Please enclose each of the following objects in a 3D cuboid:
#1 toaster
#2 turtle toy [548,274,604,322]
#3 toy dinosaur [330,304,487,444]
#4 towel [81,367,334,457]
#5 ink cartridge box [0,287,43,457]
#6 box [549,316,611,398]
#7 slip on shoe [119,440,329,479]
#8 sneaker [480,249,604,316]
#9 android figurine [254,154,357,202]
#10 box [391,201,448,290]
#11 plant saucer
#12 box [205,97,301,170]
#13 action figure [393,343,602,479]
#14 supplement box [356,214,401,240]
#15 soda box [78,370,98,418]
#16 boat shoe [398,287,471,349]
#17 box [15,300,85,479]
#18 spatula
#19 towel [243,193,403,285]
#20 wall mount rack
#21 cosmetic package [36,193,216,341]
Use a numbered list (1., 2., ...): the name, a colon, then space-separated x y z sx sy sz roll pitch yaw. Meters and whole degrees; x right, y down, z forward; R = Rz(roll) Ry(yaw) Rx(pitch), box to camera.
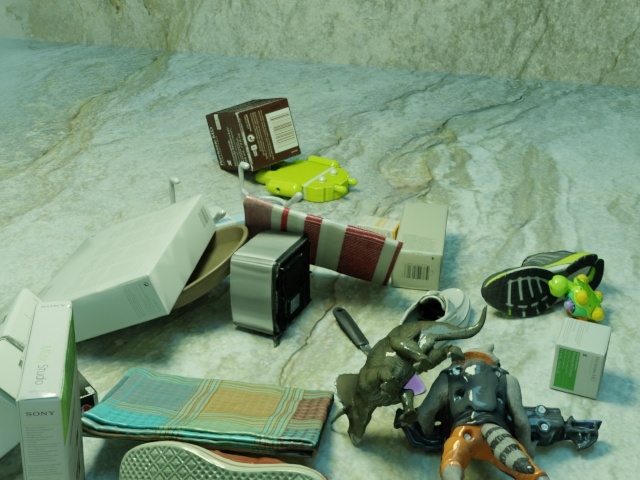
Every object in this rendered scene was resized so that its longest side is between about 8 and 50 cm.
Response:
1. toaster: -0.097 0.087 1.761 0.110 0.168 0.186 9 26 21
2. turtle toy: 0.525 0.117 1.807 0.130 0.066 0.095 46 29 -8
3. toy dinosaur: 0.129 0.191 1.410 0.313 0.121 0.160 -50 30 -3
4. towel: -0.173 0.273 1.438 0.371 0.040 0.271 4 9 6
5. ink cartridge box: -0.519 0.230 1.395 0.197 0.114 0.273 -40 22 13
6. box: 0.471 0.212 1.599 0.087 0.101 0.102 12 29 20
7. slip on shoe: -0.137 0.360 1.284 0.332 0.122 0.101 2 -9 15
8. sneaker: 0.458 0.085 1.883 0.300 0.111 0.121 -9 14 -27
9. android figurine: -0.035 -0.169 2.414 0.273 0.056 0.248 14 28 28
10. box: 0.229 0.008 2.017 0.113 0.094 0.275 6 26 9
11. plant saucer: -0.259 0.062 1.813 0.278 0.041 0.278 -29 18 11
12. box: -0.188 -0.297 2.468 0.167 0.168 0.203 -23 17 -28
13. action figure: 0.297 0.285 1.370 0.342 0.178 0.330 -2 35 -5
14. supplement box: 0.143 -0.028 2.149 0.099 0.036 0.062 11 28 19
15. soda box: -0.440 0.252 1.521 0.053 0.060 0.169 -18 33 -32
16. boat shoe: 0.223 0.144 1.743 0.096 0.088 0.268 19 31 32
17. box: -0.355 0.275 1.182 0.059 0.321 0.232 -1 25 -12
18. spatula: 0.093 0.205 1.677 0.084 0.030 0.296 -13 29 -22
19. towel: 0.000 0.000 1.845 0.329 0.237 0.037 17 69 3
20. wall mount rack: -0.213 -0.088 2.153 0.350 0.130 0.304 -15 31 -29
21. cosmetic package: -0.392 0.057 1.776 0.285 0.097 0.377 -15 22 16
